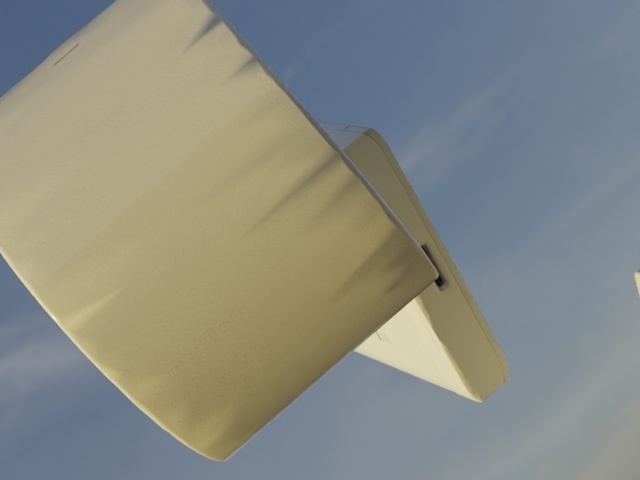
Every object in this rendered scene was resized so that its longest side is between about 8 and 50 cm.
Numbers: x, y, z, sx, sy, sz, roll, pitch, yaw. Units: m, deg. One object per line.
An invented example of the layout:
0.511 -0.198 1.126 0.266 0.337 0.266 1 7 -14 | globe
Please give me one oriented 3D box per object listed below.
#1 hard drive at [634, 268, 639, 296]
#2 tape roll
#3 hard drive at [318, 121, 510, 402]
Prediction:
0.318 0.148 0.971 0.040 0.308 0.203 -9 -12 -13 | hard drive
-0.070 -0.017 0.793 0.169 0.246 0.246 -40 -19 1 | tape roll
0.000 0.000 1.144 0.047 0.233 0.353 -38 22 -18 | hard drive
